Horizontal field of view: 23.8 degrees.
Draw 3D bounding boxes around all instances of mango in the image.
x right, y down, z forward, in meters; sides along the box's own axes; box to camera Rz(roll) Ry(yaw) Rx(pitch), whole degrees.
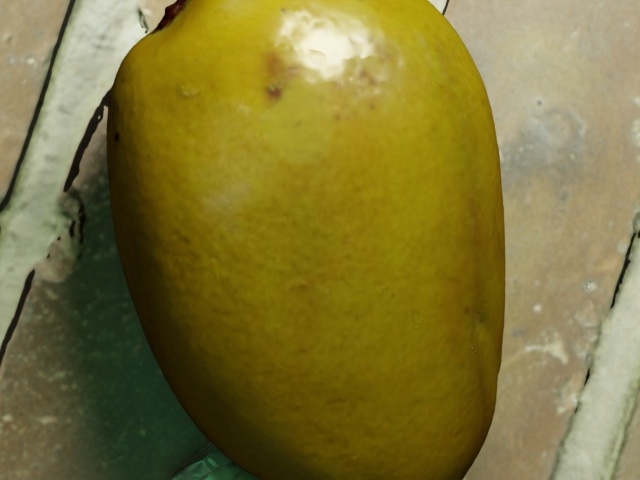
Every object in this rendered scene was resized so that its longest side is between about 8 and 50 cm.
[{"bbox_3d":[0.000,0.000,1.160,0.300,0.232,0.445,-16,102,-5],"label":"mango"}]

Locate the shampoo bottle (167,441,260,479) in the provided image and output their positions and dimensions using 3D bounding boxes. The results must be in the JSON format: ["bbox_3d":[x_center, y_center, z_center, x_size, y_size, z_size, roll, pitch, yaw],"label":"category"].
[{"bbox_3d":[-0.042,0.262,1.243,0.072,0.049,0.212,-37,91,3],"label":"shampoo bottle"}]
